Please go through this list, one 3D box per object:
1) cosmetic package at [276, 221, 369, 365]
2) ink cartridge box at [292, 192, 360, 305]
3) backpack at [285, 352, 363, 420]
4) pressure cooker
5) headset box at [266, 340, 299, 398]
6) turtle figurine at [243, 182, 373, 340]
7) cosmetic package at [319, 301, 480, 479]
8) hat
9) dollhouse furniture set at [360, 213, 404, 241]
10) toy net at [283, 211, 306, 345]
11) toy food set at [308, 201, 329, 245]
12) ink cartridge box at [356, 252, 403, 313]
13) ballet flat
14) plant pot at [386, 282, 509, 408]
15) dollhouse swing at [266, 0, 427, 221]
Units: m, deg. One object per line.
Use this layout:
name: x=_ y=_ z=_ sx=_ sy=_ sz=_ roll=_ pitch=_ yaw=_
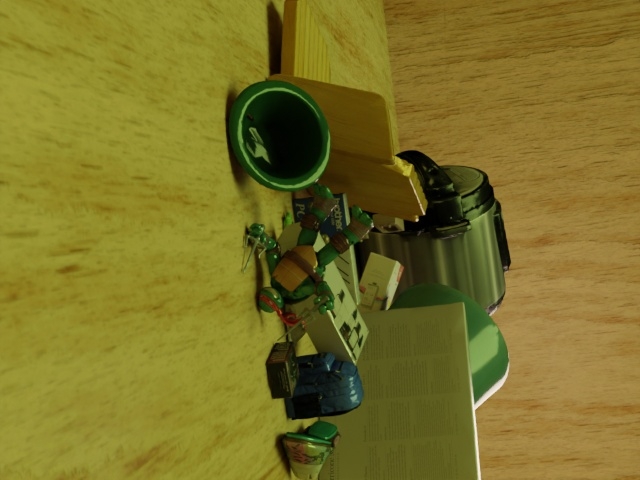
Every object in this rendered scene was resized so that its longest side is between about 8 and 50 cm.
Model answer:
cosmetic package: x=0.001 y=0.091 z=1.644 sx=0.239 sy=0.060 sz=0.099 roll=63 pitch=28 yaw=-24
ink cartridge box: x=0.012 y=0.020 z=1.827 sx=0.046 sy=0.097 sz=0.207 roll=-31 pitch=114 yaw=-78
backpack: x=0.006 y=0.235 z=1.608 sx=0.098 sy=0.120 sz=0.101 roll=-59 pitch=141 yaw=-72
pressure cooker: x=0.267 y=-0.016 z=2.481 sx=0.375 sy=0.370 sz=0.420 roll=-35 pitch=120 yaw=-50
headset box: x=-0.058 y=0.201 z=1.529 sx=0.083 sy=0.032 sz=0.062 roll=-69 pitch=151 yaw=-71
turtle figurine: x=-0.034 y=0.033 z=1.489 sx=0.234 sy=0.175 sz=0.118 roll=-51 pitch=173 yaw=-15
cosmetic package: x=0.143 y=0.312 z=1.843 sx=0.097 sy=0.284 sz=0.377 roll=70 pitch=18 yaw=-57
hat: x=-0.098 y=-0.144 z=1.551 sx=0.208 sy=0.183 sz=0.173 roll=-11 pitch=87 yaw=-38
dollhouse furniture set: x=0.108 y=0.017 z=2.191 sx=0.144 sy=0.151 sz=0.123 roll=30 pitch=55 yaw=-74
toy net: x=-0.034 y=0.068 z=1.698 sx=0.122 sy=0.045 sz=0.232 roll=69 pitch=18 yaw=-53
toy food set: x=0.000 y=0.000 z=1.744 sx=0.078 sy=0.019 sz=0.122 roll=-82 pitch=160 yaw=-53
ink cartridge box: x=0.116 y=0.135 z=2.201 sx=0.115 sy=0.067 sz=0.198 roll=33 pitch=77 yaw=-75
ballet flat: x=-0.015 y=0.341 z=1.593 sx=0.221 sy=0.077 sz=0.079 roll=22 pitch=82 yaw=-78
plant pot: x=0.208 y=0.270 z=2.069 sx=0.235 sy=0.293 sz=0.293 roll=-37 pitch=126 yaw=-40
dollhouse swing: x=0.070 y=-0.251 z=1.848 sx=0.347 sy=0.315 sz=0.305 roll=53 pitch=52 yaw=-68
